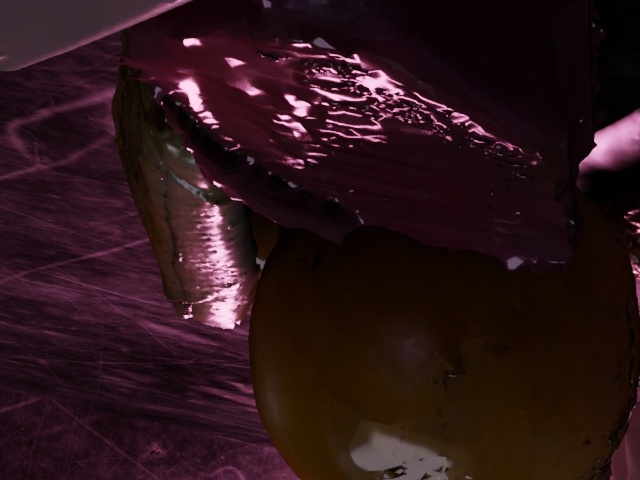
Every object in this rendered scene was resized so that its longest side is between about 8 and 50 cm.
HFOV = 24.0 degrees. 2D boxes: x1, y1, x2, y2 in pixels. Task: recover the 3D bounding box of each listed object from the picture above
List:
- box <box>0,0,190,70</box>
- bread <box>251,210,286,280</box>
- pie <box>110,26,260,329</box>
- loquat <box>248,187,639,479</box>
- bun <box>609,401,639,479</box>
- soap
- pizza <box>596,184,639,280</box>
[{"bbox_3d":[-0.094,-0.141,0.459,0.148,0.129,0.210,22,164,-32],"label":"box"},{"bbox_3d":[0.000,0.000,1.036,0.225,0.081,0.134,12,171,-6],"label":"bread"},{"bbox_3d":[-0.074,-0.041,0.829,0.068,0.129,0.282,-21,158,-7],"label":"pie"},{"bbox_3d":[0.071,0.060,0.864,0.235,0.235,0.235,11,166,3],"label":"loquat"},{"bbox_3d":[0.351,0.165,1.242,0.263,0.175,0.263,-5,130,-6],"label":"bun"},{"bbox_3d":[0.026,-0.081,0.647,0.182,0.112,0.289,5,164,14],"label":"soap"},{"bbox_3d":[0.221,-0.002,0.908,0.185,0.052,0.195,5,164,14],"label":"pizza"}]
